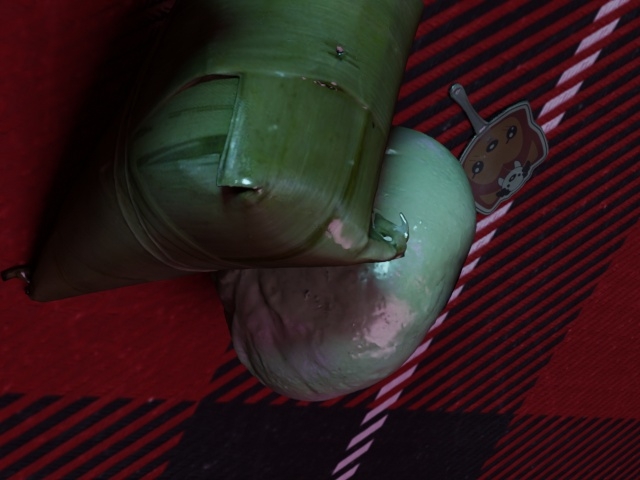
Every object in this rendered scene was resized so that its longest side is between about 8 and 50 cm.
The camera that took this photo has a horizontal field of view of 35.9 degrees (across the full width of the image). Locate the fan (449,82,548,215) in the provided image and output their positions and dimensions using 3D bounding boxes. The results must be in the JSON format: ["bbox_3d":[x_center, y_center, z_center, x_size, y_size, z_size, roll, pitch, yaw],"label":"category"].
[{"bbox_3d":[0.194,-0.114,1.136,0.132,0.009,0.220,-47,139,-1],"label":"fan"}]

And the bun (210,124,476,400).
[{"bbox_3d":[0.000,0.000,0.898,0.179,0.283,0.283,39,93,-22],"label":"bun"}]

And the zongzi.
[{"bbox_3d":[-0.074,-0.158,0.834,0.181,0.418,0.447,37,54,-32],"label":"zongzi"}]
